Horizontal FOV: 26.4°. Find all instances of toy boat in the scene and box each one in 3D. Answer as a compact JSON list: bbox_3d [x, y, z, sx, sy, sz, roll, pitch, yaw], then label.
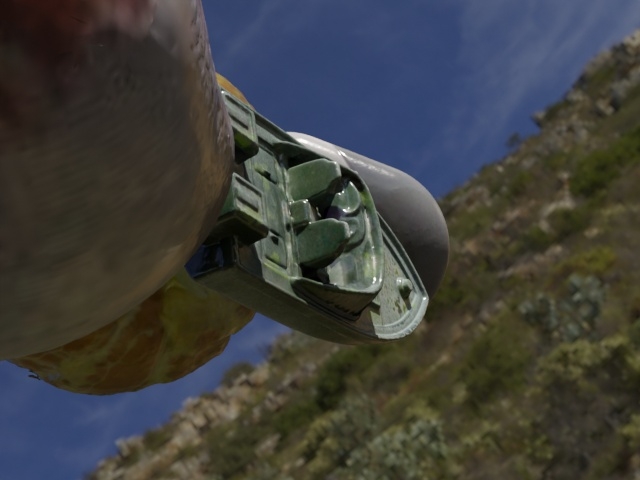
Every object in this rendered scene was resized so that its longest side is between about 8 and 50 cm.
[{"bbox_3d":[0.000,0.000,1.004,0.092,0.141,0.319,-21,-29,24],"label":"toy boat"}]

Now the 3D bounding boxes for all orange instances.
[{"bbox_3d":[-0.192,-0.022,1.257,0.329,0.249,0.329,-3,-85,-31],"label":"orange"}]

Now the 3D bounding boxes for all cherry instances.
[{"bbox_3d":[-0.201,-0.075,0.722,0.335,0.291,0.326,-37,-27,12],"label":"cherry"}]

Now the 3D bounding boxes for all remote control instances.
[{"bbox_3d":[0.008,-0.012,1.789,0.103,0.332,0.221,-30,-40,-74],"label":"remote control"}]
